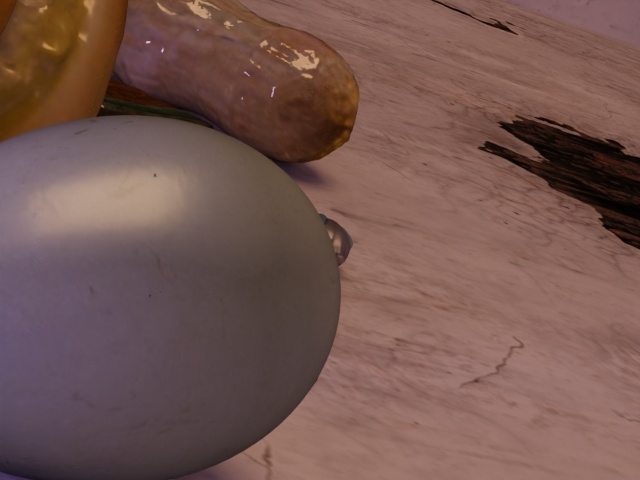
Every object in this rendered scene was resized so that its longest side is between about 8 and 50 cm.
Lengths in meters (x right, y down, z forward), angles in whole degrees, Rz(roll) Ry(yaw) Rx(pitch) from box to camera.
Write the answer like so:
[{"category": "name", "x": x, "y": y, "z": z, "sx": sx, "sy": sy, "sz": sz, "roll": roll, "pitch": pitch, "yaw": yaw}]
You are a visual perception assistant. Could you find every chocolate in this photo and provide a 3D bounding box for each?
[{"category": "chocolate", "x": -0.097, "y": -0.173, "z": 1.746, "sx": 0.309, "sy": 0.134, "sz": 0.134, "roll": 26, "pitch": 15, "yaw": 24}]

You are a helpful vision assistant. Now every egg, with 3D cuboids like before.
[{"category": "egg", "x": -0.106, "y": 0.030, "z": 0.911, "sx": 0.264, "sy": 0.183, "sz": 0.183, "roll": -5, "pitch": 29, "yaw": -44}]

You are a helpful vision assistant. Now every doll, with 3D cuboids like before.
[{"category": "doll", "x": 0.001, "y": -0.001, "z": 1.457, "sx": 0.057, "sy": 0.039, "sz": 0.114, "roll": 61, "pitch": -12, "yaw": -23}]

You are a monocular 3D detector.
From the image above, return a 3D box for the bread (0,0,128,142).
[{"category": "bread", "x": -0.250, "y": -0.140, "z": 1.071, "sx": 0.270, "sy": 0.315, "sz": 0.211, "roll": 16, "pitch": -26, "yaw": -16}]

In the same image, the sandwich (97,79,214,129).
[{"category": "sandwich", "x": -0.200, "y": -0.073, "z": 1.291, "sx": 0.292, "sy": 0.109, "sz": 0.212, "roll": 20, "pitch": 15, "yaw": -4}]
